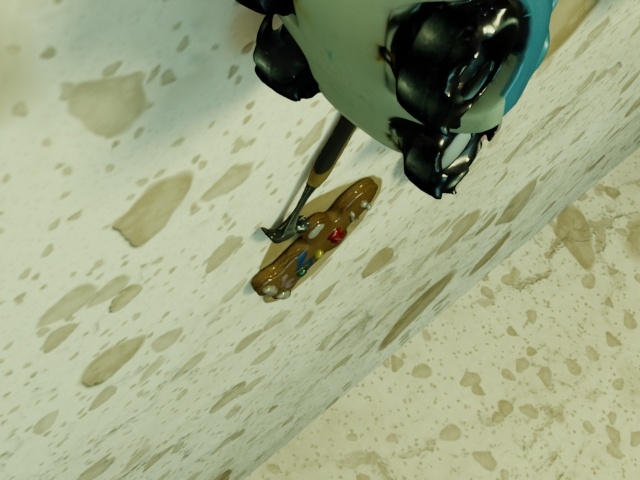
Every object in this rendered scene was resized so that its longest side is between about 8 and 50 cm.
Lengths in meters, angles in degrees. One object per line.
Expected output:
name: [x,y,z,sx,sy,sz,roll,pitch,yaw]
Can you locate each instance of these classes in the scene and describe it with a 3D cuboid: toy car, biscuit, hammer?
toy car: [0.062,-0.161,0.538,0.190,0.188,0.255,-51,162,-7]
biscuit: [0.000,0.000,1.077,0.205,0.031,0.138,-46,164,3]
hammer: [-0.006,-0.066,0.901,0.078,0.021,0.201,-27,156,-46]

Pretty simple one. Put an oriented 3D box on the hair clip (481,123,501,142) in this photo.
hair clip: [0.168,-0.133,1.066,0.173,0.069,0.300,-47,174,17]
